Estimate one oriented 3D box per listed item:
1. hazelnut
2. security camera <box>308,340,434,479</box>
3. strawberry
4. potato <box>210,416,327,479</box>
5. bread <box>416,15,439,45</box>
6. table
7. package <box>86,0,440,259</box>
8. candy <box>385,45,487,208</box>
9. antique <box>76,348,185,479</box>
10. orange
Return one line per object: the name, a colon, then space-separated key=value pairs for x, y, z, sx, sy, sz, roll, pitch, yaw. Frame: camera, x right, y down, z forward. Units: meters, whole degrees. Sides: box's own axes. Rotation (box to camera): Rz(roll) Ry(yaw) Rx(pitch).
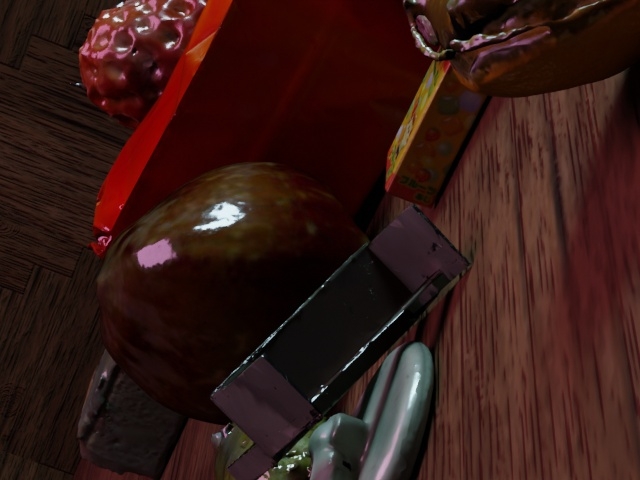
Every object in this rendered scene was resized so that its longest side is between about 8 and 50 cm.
hazelnut: x=-0.069 y=0.031 z=1.419 sx=0.234 sy=0.218 sz=0.218 roll=118 pitch=170 yaw=-52
security camera: x=0.001 y=0.174 z=1.064 sx=0.301 sy=0.080 sz=0.157 roll=-74 pitch=8 yaw=-49
strawberry: x=-0.059 y=-0.169 z=1.660 sx=0.253 sy=0.280 sz=0.150 roll=-59 pitch=12 yaw=7
potato: x=-0.034 y=0.163 z=1.284 sx=0.188 sy=0.085 sz=0.105 roll=-119 pitch=48 yaw=-74
bread: x=0.127 y=-0.235 z=1.247 sx=0.228 sy=0.033 sz=0.228 roll=-56 pitch=11 yaw=17
table: x=0.003 y=0.070 z=1.151 sx=0.146 sy=0.062 sz=0.175 roll=-44 pitch=-1 yaw=-28
package: x=-0.043 y=-0.098 z=1.532 sx=0.423 sy=0.196 sz=0.123 roll=-57 pitch=19 yaw=32
candy: x=0.085 y=-0.088 z=1.275 sx=0.062 sy=0.038 sz=0.122 roll=-81 pitch=15 yaw=-60
antique: x=-0.215 y=0.163 z=2.324 sx=0.150 sy=0.125 sz=0.284 roll=-80 pitch=13 yaw=-47
orange: x=0.124 y=-0.137 z=0.888 sx=0.170 sy=0.112 sz=0.160 roll=-5 pitch=53 yaw=44
